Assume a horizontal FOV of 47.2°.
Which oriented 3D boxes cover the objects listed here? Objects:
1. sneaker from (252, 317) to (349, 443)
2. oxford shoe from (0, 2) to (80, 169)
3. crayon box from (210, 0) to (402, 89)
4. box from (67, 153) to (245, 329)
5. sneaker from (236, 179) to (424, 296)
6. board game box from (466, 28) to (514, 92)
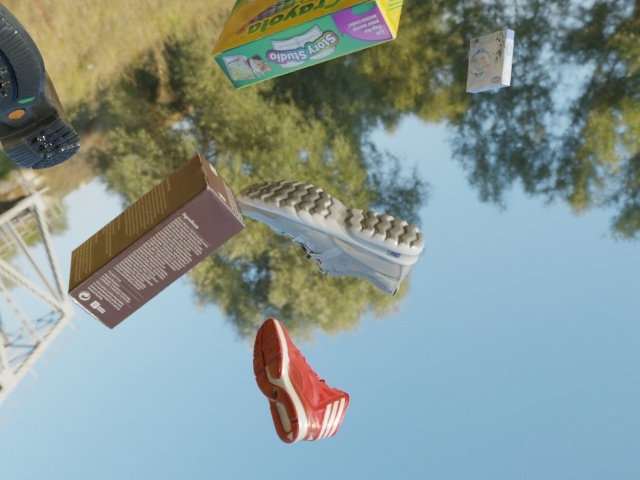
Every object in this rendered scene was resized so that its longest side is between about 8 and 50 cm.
[{"bbox_3d":[-0.031,0.235,1.223,0.087,0.128,0.221,-44,-132,37],"label":"sneaker"},{"bbox_3d":[-0.283,-0.150,0.635,0.082,0.096,0.227,-24,163,-14],"label":"oxford shoe"},{"bbox_3d":[-0.013,-0.483,1.493,0.363,0.106,0.313,-11,-137,27],"label":"crayon box"},{"bbox_3d":[-0.362,-0.001,1.608,0.381,0.143,0.191,-38,-148,7],"label":"box"},{"bbox_3d":[0.000,0.000,1.048,0.281,0.115,0.105,23,-152,15],"label":"sneaker"},{"bbox_3d":[0.281,-0.296,1.215,0.020,0.090,0.090,6,180,-28],"label":"board game box"}]
